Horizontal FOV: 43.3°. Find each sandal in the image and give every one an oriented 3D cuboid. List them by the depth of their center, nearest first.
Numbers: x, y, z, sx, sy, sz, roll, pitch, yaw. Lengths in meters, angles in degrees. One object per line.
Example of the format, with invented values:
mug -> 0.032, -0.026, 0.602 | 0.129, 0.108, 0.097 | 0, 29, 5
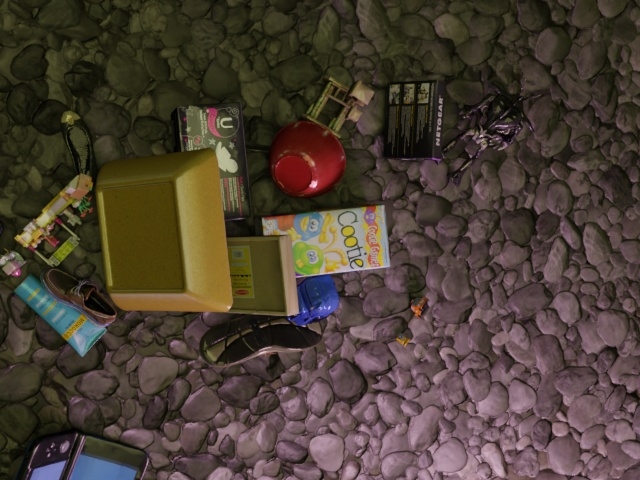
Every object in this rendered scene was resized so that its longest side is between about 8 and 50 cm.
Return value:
sandal -> -0.136, 0.212, 1.824 | 0.302, 0.086, 0.120 | -9, 75, -26

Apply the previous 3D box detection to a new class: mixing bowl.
mixing bowl -> -0.044, -0.163, 1.777 | 0.181, 0.098, 0.182 | 8, 117, 16

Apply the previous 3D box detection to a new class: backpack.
backpack -> -0.020, 0.134, 1.795 | 0.101, 0.120, 0.098 | -13, 77, -41

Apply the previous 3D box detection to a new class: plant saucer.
plant saucer -> -0.347, -0.011, 1.668 | 0.081, 0.332, 0.333 | -11, 97, -55

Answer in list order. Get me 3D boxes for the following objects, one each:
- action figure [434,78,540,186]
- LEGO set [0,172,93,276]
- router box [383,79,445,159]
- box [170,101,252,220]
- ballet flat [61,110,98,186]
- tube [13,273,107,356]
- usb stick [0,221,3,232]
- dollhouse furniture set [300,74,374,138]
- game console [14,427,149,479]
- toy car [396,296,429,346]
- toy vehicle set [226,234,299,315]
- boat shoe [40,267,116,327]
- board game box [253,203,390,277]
action figure -> 0.382, -0.263, 1.888 | 0.275, 0.141, 0.164 | -42, 98, 9
LEGO set -> -0.546, -0.029, 1.706 | 0.287, 0.132, 0.107 | -40, 106, 15
router box -> 0.215, -0.275, 1.856 | 0.046, 0.133, 0.179 | 0, 95, -55
box -> -0.237, -0.165, 1.748 | 0.142, 0.163, 0.247 | -5, 94, -15
ballet flat -> -0.518, -0.198, 1.745 | 0.057, 0.049, 0.173 | -18, 96, -11
tube -> -0.571, 0.158, 1.757 | 0.080, 0.052, 0.207 | -46, 106, 1
usb stick -> -0.807, -0.058, 1.693 | 0.278, 0.045, 0.077 | 25, 88, -12
dollhouse furniture set -> 0.016, -0.272, 1.796 | 0.101, 0.161, 0.182 | 31, 86, -12
game console -> -0.536, 0.573, 1.725 | 0.173, 0.250, 0.293 | 20, 88, 15
toy car -> 0.214, 0.186, 1.917 | 0.040, 0.060, 0.122 | 30, 78, 20
toy vehicle set -> -0.164, 0.073, 1.741 | 0.035, 0.266, 0.166 | -10, 97, -49
boat shoe -> -0.515, 0.113, 1.741 | 0.183, 0.066, 0.066 | 38, 49, -21
board game box -> 0.000, 0.000, 1.815 | 0.275, 0.144, 0.142 | -6, 94, -12
